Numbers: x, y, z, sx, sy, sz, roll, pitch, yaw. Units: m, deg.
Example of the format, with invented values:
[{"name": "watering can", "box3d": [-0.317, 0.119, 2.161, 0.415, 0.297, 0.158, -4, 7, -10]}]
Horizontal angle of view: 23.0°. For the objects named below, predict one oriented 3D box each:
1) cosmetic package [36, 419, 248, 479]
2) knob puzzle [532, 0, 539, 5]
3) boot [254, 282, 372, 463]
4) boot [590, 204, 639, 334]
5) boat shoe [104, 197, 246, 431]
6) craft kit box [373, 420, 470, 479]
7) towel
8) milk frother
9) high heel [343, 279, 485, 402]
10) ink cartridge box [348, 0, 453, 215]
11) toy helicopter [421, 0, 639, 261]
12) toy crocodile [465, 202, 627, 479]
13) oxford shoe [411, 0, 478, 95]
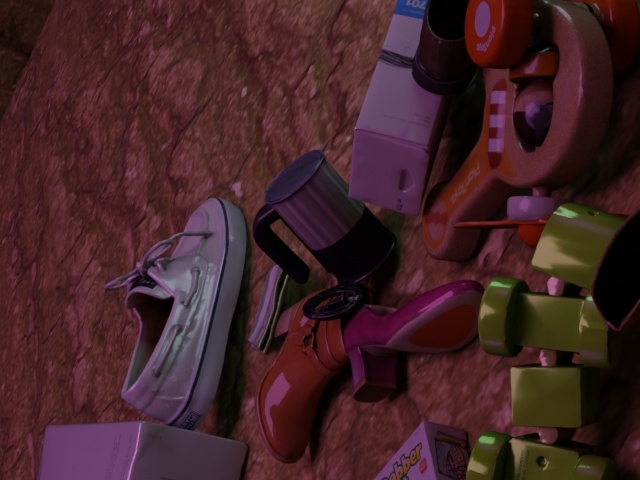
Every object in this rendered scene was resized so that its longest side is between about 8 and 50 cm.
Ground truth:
[{"name": "cosmetic package", "box3d": [-0.257, 0.355, 2.066, 0.385, 0.156, 0.217, -13, 64, 63]}, {"name": "knob puzzle", "box3d": [0.215, -0.301, 1.615, 0.213, 0.030, 0.213, -33, 51, 52]}, {"name": "boot", "box3d": [-0.004, 0.145, 1.762, 0.152, 0.073, 0.197, -25, 56, 54]}, {"name": "boot", "box3d": [0.307, -0.041, 1.141, 0.112, 0.115, 0.305, 52, 128, 33]}, {"name": "boat shoe", "box3d": [-0.205, 0.072, 2.079, 0.136, 0.156, 0.367, -41, 31, 46]}, {"name": "craft kit box", "box3d": [0.079, 0.343, 1.492, 0.250, 0.061, 0.246, -56, 28, 34]}, {"name": "towel", "box3d": [-0.063, 0.081, 1.918, 0.152, 0.023, 0.113, 163, 121, -85]}, {"name": "milk frother", "box3d": [0.000, 0.000, 1.701, 0.129, 0.135, 0.143, -41, 21, 5]}, {"name": "high heel", "box3d": [0.094, 0.069, 1.601, 0.244, 0.082, 0.117, 126, 149, -54]}, {"name": "ink cartridge box", "box3d": [0.093, -0.144, 1.615, 0.139, 0.082, 0.190, 95, -167, -61]}, {"name": "toy helicopter", "box3d": [0.182, -0.069, 1.480, 0.355, 0.140, 0.235, 124, 143, -55]}, {"name": "toy crocodile", "box3d": [0.195, 0.137, 1.303, 0.115, 0.105, 0.340, 5, 89, 26]}, {"name": "oxford shoe", "box3d": [0.152, -0.257, 1.545, 0.096, 0.083, 0.227, 96, -171, -60]}]
